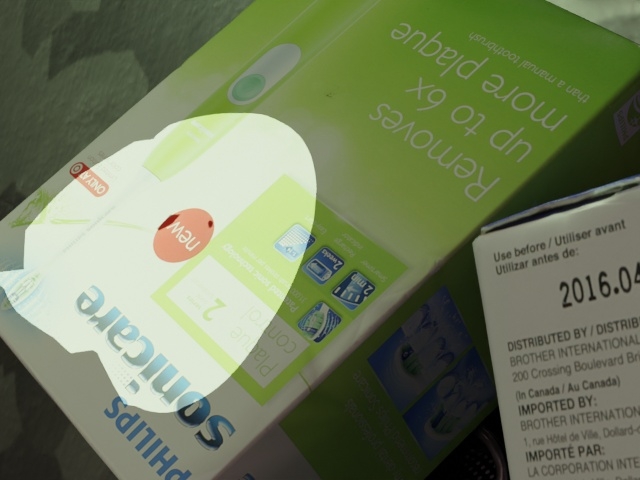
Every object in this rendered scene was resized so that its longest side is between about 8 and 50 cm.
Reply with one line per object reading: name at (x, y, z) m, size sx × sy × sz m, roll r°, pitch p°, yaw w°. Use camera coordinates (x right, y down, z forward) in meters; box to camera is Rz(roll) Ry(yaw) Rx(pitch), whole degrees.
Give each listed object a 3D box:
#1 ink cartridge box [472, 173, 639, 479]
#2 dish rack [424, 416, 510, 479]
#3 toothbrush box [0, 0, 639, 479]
ink cartridge box at (0.208, 0.096, 0.377) m, size 0.270 × 0.151 × 0.395 m, roll -18°, pitch 78°, yaw 47°
dish rack at (-0.011, 0.174, 0.658) m, size 0.208 × 0.074 × 0.271 m, roll 38°, pitch 106°, yaw 41°
toothbrush box at (0.000, 0.000, 0.578) m, size 0.283 × 0.122 × 0.206 m, roll -43°, pitch 49°, yaw -10°
